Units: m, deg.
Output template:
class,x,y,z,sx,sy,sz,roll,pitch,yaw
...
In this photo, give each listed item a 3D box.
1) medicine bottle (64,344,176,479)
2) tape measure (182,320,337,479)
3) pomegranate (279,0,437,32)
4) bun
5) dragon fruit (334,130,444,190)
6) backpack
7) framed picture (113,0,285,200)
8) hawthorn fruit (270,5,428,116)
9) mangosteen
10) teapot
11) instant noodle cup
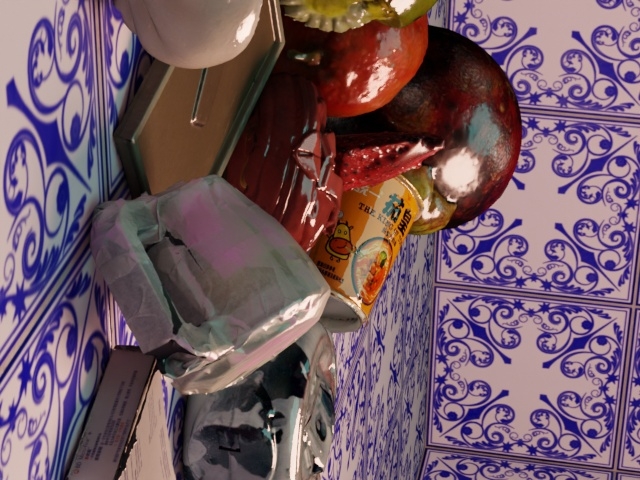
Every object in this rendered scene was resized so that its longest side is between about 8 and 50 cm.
class,x,y,z,sx,sy,sz,roll,pitch,yaw
medicine bottle,-0.177,0.223,1.611,0.201,0.052,0.171,88,13,-45
tape measure,-0.064,0.198,1.989,0.275,0.147,0.256,79,20,-57
pomegranate,0.024,-0.362,1.914,0.340,0.261,0.260,-124,-148,-60
bun,-0.119,-0.230,1.454,0.173,0.120,0.172,180,-90,-69
dragon fruit,0.075,-0.089,1.992,0.097,0.131,0.063,-118,-159,-77
backpack,-0.041,-0.082,1.918,0.229,0.139,0.229,-173,-90,-86
framed picture,-0.109,-0.151,1.710,0.240,0.020,0.324,80,28,-57
hawthorn fruit,0.018,-0.236,2.082,0.253,0.205,0.205,-47,144,-57
mangosteen,0.111,-0.119,2.363,0.306,0.306,0.359,73,31,-67
teapot,-0.119,0.041,1.558,0.222,0.178,0.163,-27,167,-41
instant noodle cup,0.000,0.000,2.110,0.216,0.216,0.172,74,33,-66
